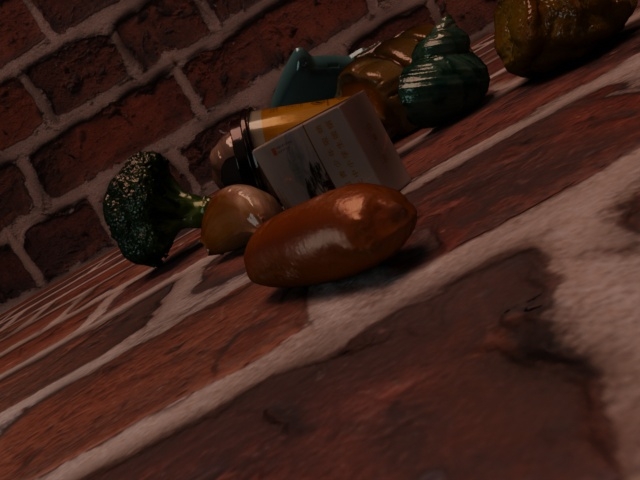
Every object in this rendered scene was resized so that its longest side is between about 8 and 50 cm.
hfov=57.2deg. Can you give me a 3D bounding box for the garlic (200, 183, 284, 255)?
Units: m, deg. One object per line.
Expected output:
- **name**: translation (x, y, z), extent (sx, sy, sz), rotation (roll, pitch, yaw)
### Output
- **garlic**: translation (-0.129, -0.045, 1.020), extent (0.128, 0.115, 0.207), rotation (-31, 14, -34)

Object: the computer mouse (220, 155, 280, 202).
- **computer mouse**: translation (-0.117, -0.146, 1.310), extent (0.270, 0.137, 0.086), rotation (-17, 12, 27)

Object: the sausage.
- **sausage**: translation (0.000, 0.000, 0.603), extent (0.098, 0.098, 0.238), rotation (-39, 14, -35)

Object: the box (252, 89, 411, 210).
- **box**: translation (0.009, -0.116, 0.901), extent (0.067, 0.149, 0.233), rotation (-36, 14, -37)

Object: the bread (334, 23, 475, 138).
- **bread**: translation (0.202, -0.380, 1.375), extent (0.341, 0.210, 0.300), rotation (-31, 15, -5)

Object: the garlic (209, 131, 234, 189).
- **garlic**: translation (-0.181, -0.169, 1.519), extent (0.219, 0.218, 0.212), rotation (-27, 42, 15)

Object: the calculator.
- **calculator**: translation (-0.012, -0.338, 1.558), extent (0.256, 0.054, 0.386), rotation (-8, -32, -23)

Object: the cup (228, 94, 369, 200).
- **cup**: translation (-0.028, -0.186, 1.147), extent (0.280, 0.196, 0.196), rotation (-13, 14, 4)

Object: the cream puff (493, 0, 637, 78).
- **cream puff**: translation (0.418, -0.390, 1.032), extent (0.244, 0.196, 0.244), rotation (-9, -9, -1)

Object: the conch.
- **conch**: translation (0.243, -0.332, 1.149), extent (0.196, 0.202, 0.134), rotation (3, -22, -41)

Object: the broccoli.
- **broccoli**: translation (-0.370, -0.064, 1.406), extent (0.297, 0.297, 0.297), rotation (8, 10, -7)
